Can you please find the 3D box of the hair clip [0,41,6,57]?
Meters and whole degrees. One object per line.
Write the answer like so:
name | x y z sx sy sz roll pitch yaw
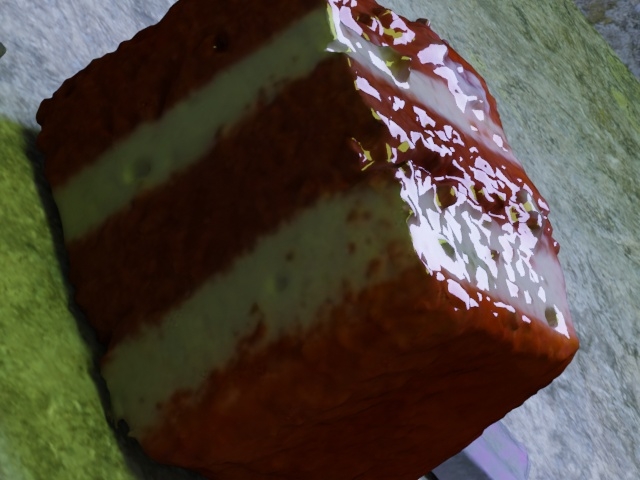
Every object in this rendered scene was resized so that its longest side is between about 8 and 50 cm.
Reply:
hair clip | -0.278 -0.073 1.062 0.106 0.084 0.292 35 29 -1

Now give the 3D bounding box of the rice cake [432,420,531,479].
rice cake | 0.079 0.128 1.514 0.298 0.050 0.106 47 23 -20

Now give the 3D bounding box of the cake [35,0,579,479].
cake | 0.000 0.000 1.252 0.269 0.270 0.319 24 39 -52
